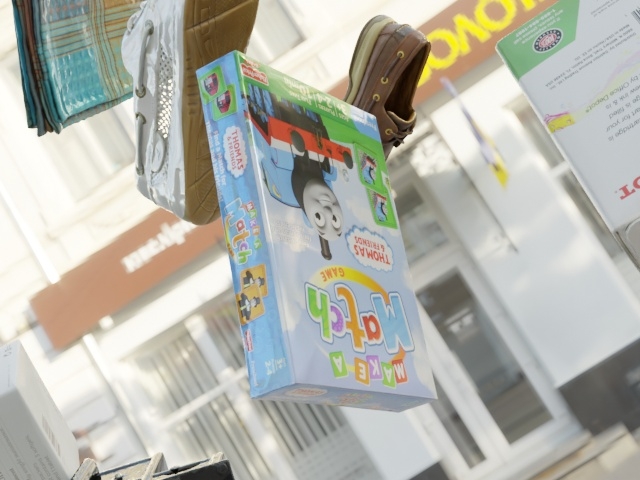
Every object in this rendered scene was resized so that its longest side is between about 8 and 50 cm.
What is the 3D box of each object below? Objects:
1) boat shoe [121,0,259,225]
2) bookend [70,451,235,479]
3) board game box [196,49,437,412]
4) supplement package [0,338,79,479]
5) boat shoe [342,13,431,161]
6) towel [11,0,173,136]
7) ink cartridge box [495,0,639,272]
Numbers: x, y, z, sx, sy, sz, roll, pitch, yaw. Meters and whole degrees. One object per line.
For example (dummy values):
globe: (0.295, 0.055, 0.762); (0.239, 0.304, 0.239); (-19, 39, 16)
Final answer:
boat shoe: (-0.113, -0.152, 0.882); (0.098, 0.096, 0.277); (-21, -57, -55)
bookend: (-0.139, 0.225, 0.989); (0.157, 0.072, 0.156); (-17, 6, 2)
board game box: (0.000, 0.000, 0.722); (0.039, 0.212, 0.160); (-22, -22, 31)
supplement package: (-0.370, 0.224, 1.079); (0.244, 0.139, 0.134); (-27, 19, -6)
boat shoe: (0.052, -0.107, 1.004); (0.064, 0.060, 0.178); (-15, -55, -55)
towel: (-0.242, -0.291, 1.289); (0.040, 0.272, 0.370); (1, 19, 18)
ink cartridge box: (0.319, -0.127, 1.059); (0.201, 0.278, 0.117); (-33, -42, 13)
